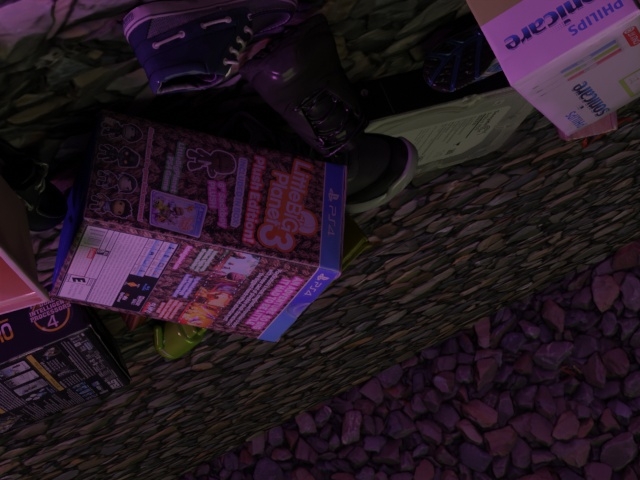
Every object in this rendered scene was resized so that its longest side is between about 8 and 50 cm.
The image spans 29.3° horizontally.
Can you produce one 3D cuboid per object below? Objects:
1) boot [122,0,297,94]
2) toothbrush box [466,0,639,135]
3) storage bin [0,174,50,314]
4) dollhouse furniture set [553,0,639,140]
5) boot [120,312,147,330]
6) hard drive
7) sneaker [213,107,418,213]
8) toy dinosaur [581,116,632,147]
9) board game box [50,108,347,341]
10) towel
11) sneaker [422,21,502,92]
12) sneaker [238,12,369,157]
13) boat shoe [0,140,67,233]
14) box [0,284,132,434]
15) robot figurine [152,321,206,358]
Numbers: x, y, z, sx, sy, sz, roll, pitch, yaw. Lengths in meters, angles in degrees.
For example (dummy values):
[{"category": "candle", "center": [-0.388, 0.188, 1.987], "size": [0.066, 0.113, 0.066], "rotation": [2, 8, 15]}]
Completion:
[{"category": "boot", "center": [-0.097, -0.196, 1.218], "size": [0.190, 0.086, 0.069], "rotation": [-16, 161, -25]}, {"category": "toothbrush box", "center": [0.182, -0.256, 1.076], "size": [0.122, 0.283, 0.206], "rotation": [-29, 162, 18]}, {"category": "storage bin", "center": [-0.434, -0.008, 1.168], "size": [0.260, 0.123, 0.262], "rotation": [-16, 155, 1]}, {"category": "dollhouse furniture set", "center": [0.420, -0.276, 1.686], "size": [0.286, 0.198, 0.303], "rotation": [-13, -170, -1]}, {"category": "boot", "center": [-0.192, 0.022, 1.768], "size": [0.220, 0.109, 0.283], "rotation": [-21, 156, -25]}, {"category": "hard drive", "center": [0.143, -0.160, 1.700], "size": [0.339, 0.064, 0.237], "rotation": [-17, 162, -25]}, {"category": "sneaker", "center": [-0.025, -0.097, 1.490], "size": [0.268, 0.101, 0.153], "rotation": [-4, 163, 26]}, {"category": "toy dinosaur", "center": [0.471, -0.187, 2.049], "size": [0.047, 0.090, 0.082], "rotation": [90, 22, -83]}, {"category": "board game box", "center": [-0.145, -0.008, 1.427], "size": [0.291, 0.141, 0.232], "rotation": [13, 152, -17]}, {"category": "towel", "center": [0.000, 0.000, 1.562], "size": [0.102, 0.021, 0.237], "rotation": [-48, -159, 5]}, {"category": "sneaker", "center": [0.220, -0.253, 1.530], "size": [0.211, 0.080, 0.081], "rotation": [-24, -175, 1]}, {"category": "sneaker", "center": [-0.001, -0.157, 1.323], "size": [0.109, 0.130, 0.286], "rotation": [-34, 174, 8]}, {"category": "boat shoe", "center": [-0.327, -0.061, 1.343], "size": [0.065, 0.075, 0.206], "rotation": [-25, 159, 14]}, {"category": "box", "center": [-0.483, 0.208, 1.915], "size": [0.318, 0.097, 0.395], "rotation": [-24, 163, -6]}, {"category": "robot figurine", "center": [-0.249, 0.166, 2.151], "size": [0.115, 0.067, 0.101], "rotation": [-37, 167, 38]}]
